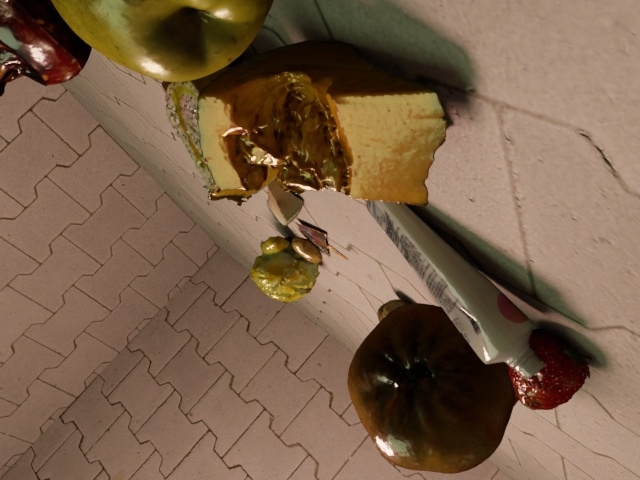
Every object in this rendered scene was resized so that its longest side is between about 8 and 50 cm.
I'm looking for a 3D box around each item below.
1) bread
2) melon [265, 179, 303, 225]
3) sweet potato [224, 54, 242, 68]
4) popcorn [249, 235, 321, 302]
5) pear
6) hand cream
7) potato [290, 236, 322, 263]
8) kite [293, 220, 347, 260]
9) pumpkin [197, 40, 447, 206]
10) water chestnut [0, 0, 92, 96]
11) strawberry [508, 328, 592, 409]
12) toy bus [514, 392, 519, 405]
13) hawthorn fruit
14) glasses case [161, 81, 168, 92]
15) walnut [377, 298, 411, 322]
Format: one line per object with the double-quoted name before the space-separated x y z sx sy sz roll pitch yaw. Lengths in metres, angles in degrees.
"bread" -0.105 -0.150 0.762 0.158 0.156 0.261 62 157 6
"melon" -0.086 -0.074 1.218 0.098 0.054 0.182 47 169 5
"sweet potato" -0.128 -0.235 0.772 0.044 0.044 0.179 45 174 -13
"popcorn" -0.099 0.069 1.538 0.198 0.198 0.212 25 136 55
"pear" -0.118 -0.223 0.432 0.198 0.198 0.198 40 169 10
"hand cream" 0.161 0.037 0.749 0.340 0.078 0.124 52 174 19
"potato" -0.034 0.021 1.411 0.092 0.046 0.045 36 128 -14
"kite" 0.000 0.000 1.306 0.159 0.010 0.190 38 170 12
"pumpkin" 0.009 -0.119 0.561 0.248 0.126 0.130 10 130 20
"water chestnut" -0.607 -0.414 1.134 0.300 0.300 0.300 40 169 10
"strawberry" 0.291 0.171 0.750 0.106 0.106 0.106 40 169 10
"toy bus" 0.291 0.255 1.110 0.195 0.081 0.089 39 159 16
"hawthorn fruit" 0.198 0.248 0.959 0.268 0.267 0.301 36 175 30
"glasses case" -0.232 -0.236 1.068 0.075 0.049 0.218 41 172 6
"walnut" 0.164 0.162 1.192 0.092 0.092 0.092 40 169 10
